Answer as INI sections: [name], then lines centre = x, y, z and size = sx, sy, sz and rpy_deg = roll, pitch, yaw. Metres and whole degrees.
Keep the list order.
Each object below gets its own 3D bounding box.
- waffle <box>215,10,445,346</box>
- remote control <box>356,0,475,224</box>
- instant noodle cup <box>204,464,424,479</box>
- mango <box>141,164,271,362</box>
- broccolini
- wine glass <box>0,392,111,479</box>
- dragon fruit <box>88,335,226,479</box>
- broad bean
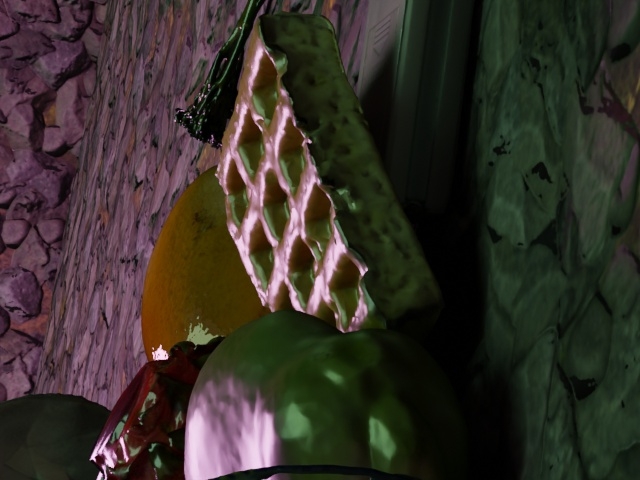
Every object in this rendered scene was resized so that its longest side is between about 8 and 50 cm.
[waffle]
centre = 0.000, 0.000, 1.227
size = 0.221, 0.055, 0.248
rpy_deg = 109, 143, -59
[remote control]
centre = 0.070, -0.150, 1.246
size = 0.103, 0.055, 0.277
rpy_deg = 156, 123, -73
[instant noodle cup]
centre = 0.000, 0.314, 0.868
size = 0.312, 0.284, 0.284
rpy_deg = -112, 33, -49
[mango]
centre = -0.075, 0.035, 1.509
size = 0.187, 0.138, 0.257
rpy_deg = -59, 29, 25
[broccolini]
centre = -0.087, -0.184, 1.901
size = 0.201, 0.058, 0.074
rpy_deg = -55, 40, 25
[wine glass]
centre = -0.279, 0.365, 1.733
size = 0.267, 0.267, 0.406
rpy_deg = -100, 18, -51
[dragon fruit]
centre = -0.070, 0.159, 1.317
size = 0.160, 0.172, 0.166
rpy_deg = -59, 10, 5
[broad bean]
centre = 0.001, 0.157, 1.112
size = 0.238, 0.119, 0.291
rpy_deg = 58, 148, 22
